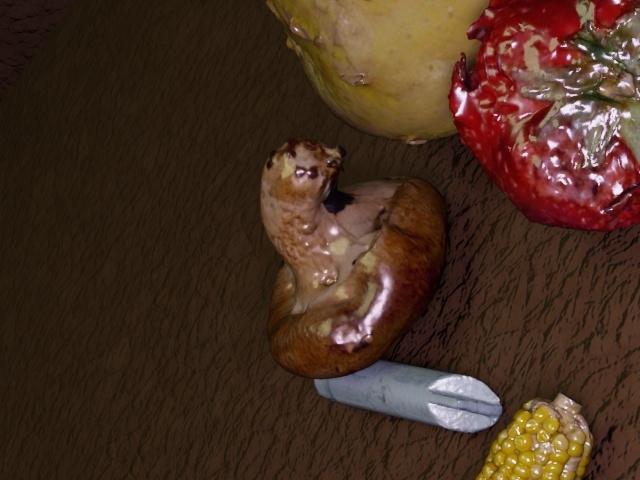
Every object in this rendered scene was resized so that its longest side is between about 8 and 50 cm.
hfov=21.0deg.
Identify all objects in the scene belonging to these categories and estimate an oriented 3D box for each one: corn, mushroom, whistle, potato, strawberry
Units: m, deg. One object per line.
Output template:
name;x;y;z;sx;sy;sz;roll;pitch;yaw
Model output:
corn;0.158;0.281;1.626;0.320;0.097;0.097;-60;27;12
mushroom;0.023;0.016;1.964;0.267;0.254;0.267;-32;-6;-4
whistle;0.089;0.164;1.887;0.312;0.062;0.062;4;70;62
potato;0.076;-0.286;1.967;0.442;0.385;0.319;-98;30;-64
strawberry;0.263;-0.137;1.692;0.274;0.274;0.220;-63;-11;2
